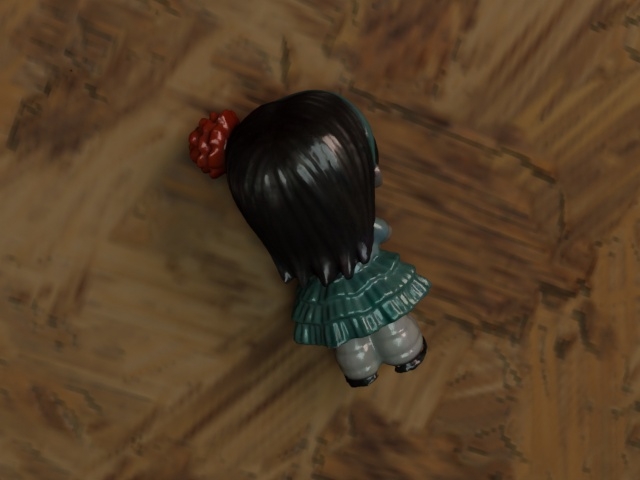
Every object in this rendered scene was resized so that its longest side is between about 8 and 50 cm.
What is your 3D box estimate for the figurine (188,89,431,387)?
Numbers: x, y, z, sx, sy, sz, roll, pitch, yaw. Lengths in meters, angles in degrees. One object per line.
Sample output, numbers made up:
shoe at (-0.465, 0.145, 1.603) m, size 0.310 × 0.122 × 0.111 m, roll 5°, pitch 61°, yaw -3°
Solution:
figurine at (0.000, 0.000, 0.382) m, size 0.060 × 0.047 × 0.106 m, roll -12°, pitch 115°, yaw 26°
